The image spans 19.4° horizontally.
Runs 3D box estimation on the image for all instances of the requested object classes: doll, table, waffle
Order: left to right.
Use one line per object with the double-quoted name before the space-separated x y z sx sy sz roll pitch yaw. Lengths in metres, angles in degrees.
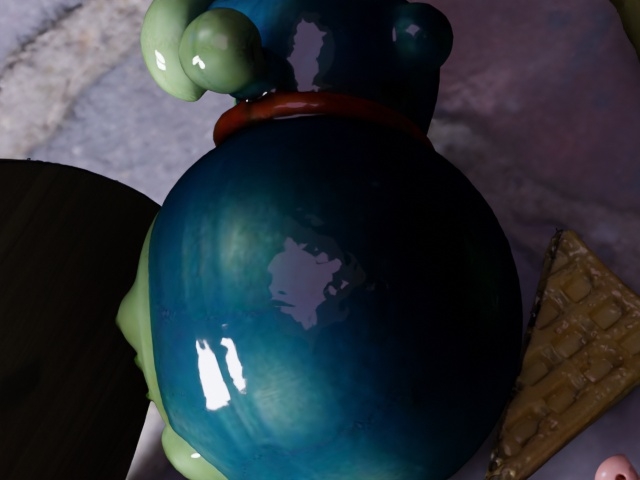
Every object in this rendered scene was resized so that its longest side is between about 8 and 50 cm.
"table" -0.281 0.060 0.954 0.249 0.317 0.317 14 70 34
"doll" 0.001 0.000 0.939 0.186 0.198 0.322 -18 65 33
"waffle" 0.106 0.066 0.966 0.152 0.023 0.097 -37 64 -21

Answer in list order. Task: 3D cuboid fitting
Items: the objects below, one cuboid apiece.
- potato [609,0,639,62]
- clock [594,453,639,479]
"potato" 0.221 -0.098 1.000 0.105 0.085 0.188 -44 60 17
"clock" 0.114 0.201 0.891 0.162 0.093 0.166 -31 65 2
